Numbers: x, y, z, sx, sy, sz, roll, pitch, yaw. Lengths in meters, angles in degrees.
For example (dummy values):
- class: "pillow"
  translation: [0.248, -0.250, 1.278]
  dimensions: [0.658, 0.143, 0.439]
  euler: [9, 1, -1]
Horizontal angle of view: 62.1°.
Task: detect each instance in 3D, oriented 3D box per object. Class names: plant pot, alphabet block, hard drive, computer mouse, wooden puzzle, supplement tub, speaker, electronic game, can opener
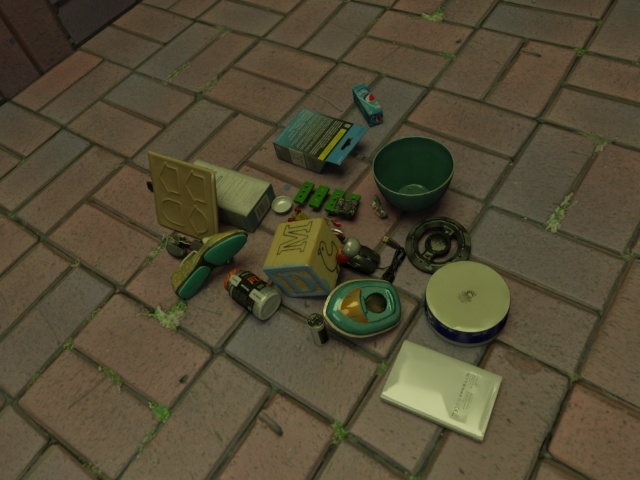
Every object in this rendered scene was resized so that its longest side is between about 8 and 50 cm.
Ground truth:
- class: "plant pot"
  translation: [0.345, -0.215, 1.973]
  dimensions: [0.290, 0.195, 0.290]
  euler: [-5, 53, 7]
- class: "alphabet block"
  translation: [-0.054, 0.062, 1.822]
  dimensions: [0.193, 0.192, 0.197]
  euler: [-5, 52, 30]
- class: "hard drive"
  translation: [0.360, 0.442, 1.587]
  dimensions: [0.307, 0.040, 0.203]
  euler: [18, 59, 22]
- class: "computer mouse"
  translation: [0.174, 0.037, 1.905]
  dimensions: [0.262, 0.060, 0.184]
  euler: [25, 63, 25]
- class: "wooden puzzle"
  translation: [-0.509, -0.167, 2.041]
  dimensions: [0.347, 0.322, 0.080]
  euler: [22, 38, 25]
- class: "supplement tub"
  translation: [-0.239, 0.181, 1.842]
  dimensions: [0.190, 0.117, 0.117]
  euler: [32, 65, 28]
- class: "speaker"
  translation: [-0.006, 0.287, 1.708]
  dimensions: [0.055, 0.136, 0.055]
  euler: [-5, 53, 6]
- class: "electronic game"
  translation: [0.416, 0.015, 1.883]
  dimensions: [0.229, 0.048, 0.229]
  euler: [-6, 60, 11]
- class: "can opener"
  translation: [-0.467, 0.048, 2.025]
  dimensions: [0.283, 0.076, 0.095]
  euler: [22, 93, 24]

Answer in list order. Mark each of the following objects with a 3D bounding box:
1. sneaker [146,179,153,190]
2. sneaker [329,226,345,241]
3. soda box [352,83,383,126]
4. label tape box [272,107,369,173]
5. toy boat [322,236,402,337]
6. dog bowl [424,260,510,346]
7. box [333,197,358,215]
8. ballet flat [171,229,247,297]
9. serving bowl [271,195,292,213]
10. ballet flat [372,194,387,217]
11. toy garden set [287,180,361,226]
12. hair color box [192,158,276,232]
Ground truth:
- class: "sneaker"
  translation: [-0.648, -0.249, 2.265]
  dimensions: [0.178, 0.072, 0.077]
  euler: [13, 47, 12]
- class: "sneaker"
  translation: [0.000, 0.000, 1.965]
  dimensions: [0.185, 0.069, 0.084]
  euler: [3, 56, 23]
- class: "soda box"
  translation: [0.209, -0.603, 2.359]
  dimensions: [0.067, 0.071, 0.210]
  euler: [-21, 53, -4]
- class: "label tape box"
  translation: [0.006, -0.408, 2.233]
  dimensions: [0.333, 0.106, 0.241]
  euler: [24, 61, 25]
- class: "toy boat"
  translation: [0.120, 0.152, 1.712]
  dimensions: [0.267, 0.148, 0.318]
  euler: [-12, 74, -18]
- class: "dog bowl"
  translation: [0.468, 0.200, 1.704]
  dimensions: [0.264, 0.104, 0.265]
  euler: [-5, 54, 7]
- class: "box"
  translation: [0.097, -0.128, 2.009]
  dimensions: [0.083, 0.018, 0.067]
  euler: [8, 55, 14]
- class: "ballet flat"
  translation: [-0.411, 0.058, 1.906]
  dimensions: [0.348, 0.123, 0.123]
  euler: [-44, 54, 11]
- class: "serving bowl"
  translation: [-0.151, -0.138, 2.114]
  dimensions: [0.083, 0.027, 0.083]
  euler: [-5, 54, 7]
- class: "ballet flat"
  translation: [0.219, -0.129, 2.034]
  dimensions: [0.041, 0.041, 0.114]
  euler: [-19, 52, -4]
- class: "toy garden set"
  translation: [0.007, -0.117, 2.060]
  dimensions: [0.244, 0.049, 0.204]
  euler: [17, 57, 20]
- class: "hair color box"
  translation: [-0.389, -0.184, 2.140]
  dimensions: [0.374, 0.114, 0.185]
  euler: [20, 60, 22]
